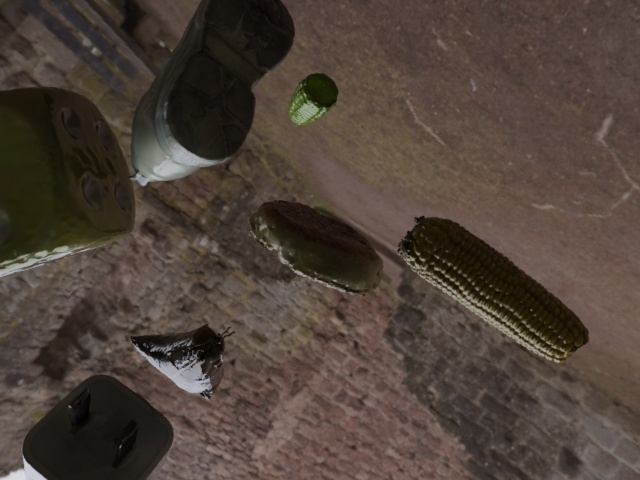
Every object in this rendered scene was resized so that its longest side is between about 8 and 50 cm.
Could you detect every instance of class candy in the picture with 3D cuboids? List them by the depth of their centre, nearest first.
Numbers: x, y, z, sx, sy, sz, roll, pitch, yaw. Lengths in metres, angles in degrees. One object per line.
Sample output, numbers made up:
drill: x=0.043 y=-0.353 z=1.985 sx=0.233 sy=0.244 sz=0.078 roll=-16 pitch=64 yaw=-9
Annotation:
candy: x=-0.029 y=-0.329 z=1.344 sx=0.097 sy=0.096 sz=0.209 roll=37 pitch=163 yaw=-12

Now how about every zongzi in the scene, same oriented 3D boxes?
zongzi: x=-0.318 y=0.225 z=1.199 sx=0.241 sy=0.111 sz=0.247 roll=25 pitch=146 yaw=2

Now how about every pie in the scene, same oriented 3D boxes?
pie: x=0.000 y=0.000 z=1.208 sx=0.315 sy=0.092 sz=0.315 roll=25 pitch=-163 yaw=-9

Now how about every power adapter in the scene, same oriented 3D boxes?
power adapter: x=-0.245 y=0.231 z=0.619 sx=0.130 sy=0.125 sz=0.205 roll=35 pitch=136 yaw=7

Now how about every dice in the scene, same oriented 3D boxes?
dice: x=-0.425 y=-0.080 z=0.818 sx=0.238 sy=0.227 sz=0.233 roll=-63 pitch=-43 yaw=-82

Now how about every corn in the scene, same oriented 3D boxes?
corn: x=0.260 y=0.068 z=0.847 sx=0.305 sy=0.106 sz=0.106 roll=36 pitch=176 yaw=17

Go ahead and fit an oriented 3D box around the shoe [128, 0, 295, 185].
shoe: x=-0.166 y=-0.220 z=0.774 sx=0.132 sy=0.342 sz=0.210 roll=37 pitch=144 yaw=-30
